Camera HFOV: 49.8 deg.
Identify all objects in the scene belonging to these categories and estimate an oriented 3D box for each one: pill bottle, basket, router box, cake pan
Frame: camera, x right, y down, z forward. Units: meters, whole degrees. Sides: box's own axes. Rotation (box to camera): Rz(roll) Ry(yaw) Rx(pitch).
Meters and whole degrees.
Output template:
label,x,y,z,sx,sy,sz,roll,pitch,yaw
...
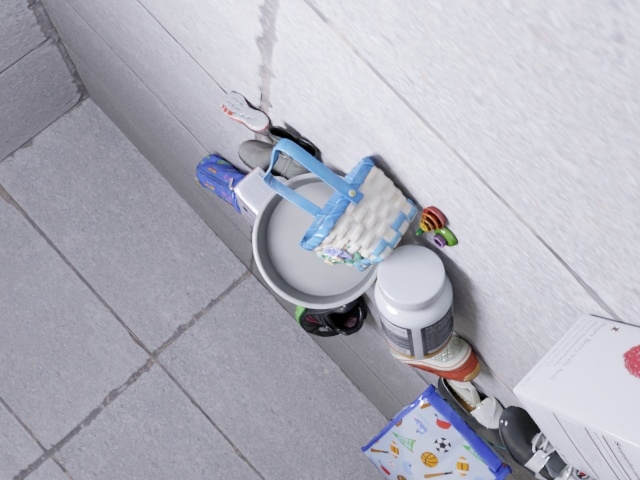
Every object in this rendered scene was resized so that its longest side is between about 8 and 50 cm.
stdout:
label,x,y,z,sx,sy,sz,roll,pitch,yaw
pill bottle,0.198,0.132,1.449,0.162,0.162,0.278,41,164,28
basket,0.022,-0.073,1.325,0.289,0.201,0.255,38,168,-1
router box,-0.062,-0.003,1.688,0.335,0.082,0.301,46,172,4
cake pan,0.000,0.000,1.493,0.293,0.293,0.054,47,-170,5

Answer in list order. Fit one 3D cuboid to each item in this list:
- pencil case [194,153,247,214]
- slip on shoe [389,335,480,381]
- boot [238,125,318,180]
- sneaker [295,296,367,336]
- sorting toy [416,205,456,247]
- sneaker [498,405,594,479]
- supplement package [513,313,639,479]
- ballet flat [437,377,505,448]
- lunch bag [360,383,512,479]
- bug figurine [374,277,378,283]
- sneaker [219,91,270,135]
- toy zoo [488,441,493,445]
label,x,y,z,sx,sy,sz,roll,pitch,yaw
pencil case,-0.287,-0.178,2.167,0.133,0.119,0.306,27,-176,-43
slip on shoe,0.281,0.288,1.742,0.101,0.123,0.331,48,162,-19
boot,-0.096,-0.211,1.582,0.246,0.083,0.161,28,155,23
sneaker,0.038,0.237,2.198,0.202,0.185,0.483,48,168,18
sorting toy,0.205,-0.017,1.258,0.061,0.042,0.102,30,158,52
sneaker,0.545,0.502,1.558,0.330,0.122,0.146,50,149,-4
supplement package,0.448,0.241,0.935,0.175,0.177,0.293,53,165,-18
ballet flat,0.408,0.433,1.803,0.280,0.095,0.096,36,150,40
lunch bag,0.351,0.621,2.036,0.328,0.239,0.385,46,144,15
bug figurine,0.068,0.016,1.704,0.216,0.072,0.279,49,168,-11
sneaker,-0.179,-0.294,1.648,0.158,0.061,0.065,41,172,27
toy zoo,0.453,0.526,2.043,0.192,0.030,0.293,44,166,15
